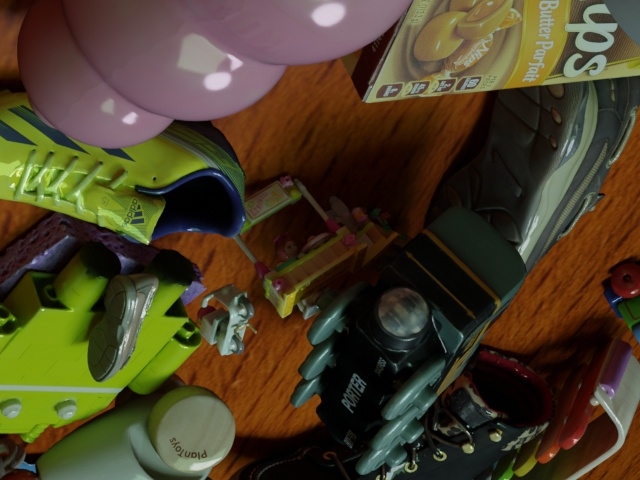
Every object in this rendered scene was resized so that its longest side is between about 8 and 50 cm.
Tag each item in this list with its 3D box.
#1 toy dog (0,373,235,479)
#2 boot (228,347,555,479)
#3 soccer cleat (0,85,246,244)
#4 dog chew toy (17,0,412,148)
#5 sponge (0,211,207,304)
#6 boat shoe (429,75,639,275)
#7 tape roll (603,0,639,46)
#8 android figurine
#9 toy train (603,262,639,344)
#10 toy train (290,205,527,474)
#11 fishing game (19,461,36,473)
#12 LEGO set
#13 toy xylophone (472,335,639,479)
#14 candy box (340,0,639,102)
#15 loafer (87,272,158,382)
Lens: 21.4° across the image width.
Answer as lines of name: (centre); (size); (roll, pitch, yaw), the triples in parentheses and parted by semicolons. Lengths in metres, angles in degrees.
toy dog: (-0.219, 0.261, 1.677); (0.334, 0.161, 0.220); (-25, -165, 7)
boot: (0.091, 0.251, 2.005); (0.284, 0.138, 0.377); (-41, 150, 28)
soccer cleat: (-0.181, -0.051, 1.350); (0.289, 0.121, 0.093); (2, 141, -38)
dog chew toy: (-0.082, -0.177, 1.161); (0.332, 0.206, 0.207); (-34, 150, 30)
sponge: (-0.212, 0.041, 1.564); (0.117, 0.031, 0.210); (-35, 149, 19)
boat shoe: (0.215, -0.046, 1.638); (0.130, 0.132, 0.355); (-12, 151, -26)
tape roll: (0.312, -0.244, 1.311); (0.219, 0.219, 0.072); (-7, -179, -28)
android figurine: (-0.235, 0.103, 1.561); (0.248, 0.056, 0.273); (8, 136, -44)
toy train: (0.470, 0.057, 1.971); (0.248, 0.143, 0.105); (-30, 150, 9)
toy train: (0.082, 0.100, 1.614); (0.190, 0.142, 0.334); (-40, 166, -21)
fishing game: (-0.347, 0.297, 1.860); (0.264, 0.041, 0.189); (-16, 152, -15)
LEGO set: (0.000, 0.000, 1.598); (0.287, 0.107, 0.132); (-22, 155, -42)
toy xylophone: (0.284, 0.263, 2.106); (0.322, 0.081, 0.236); (-46, -174, 32)
candy box: (0.183, -0.215, 1.392); (0.316, 0.087, 0.183); (-8, 146, -27)
loafer: (-0.171, 0.077, 1.480); (0.039, 0.045, 0.125); (-13, 142, -35)
